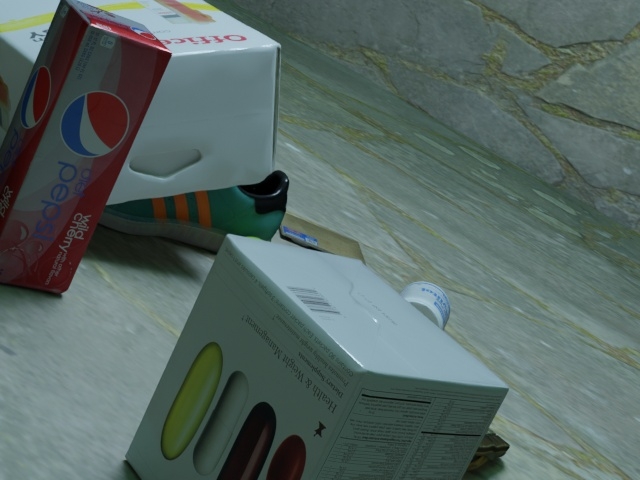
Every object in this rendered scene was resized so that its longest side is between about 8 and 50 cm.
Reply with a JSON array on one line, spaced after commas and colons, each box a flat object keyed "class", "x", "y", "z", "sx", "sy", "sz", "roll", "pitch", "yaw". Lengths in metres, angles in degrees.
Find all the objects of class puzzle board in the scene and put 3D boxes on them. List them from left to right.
[{"class": "puzzle board", "x": 0.000, "y": 0.000, "z": 1.781, "sx": 0.128, "sy": 0.011, "sz": 0.096, "roll": 22, "pitch": 17, "yaw": -13}]

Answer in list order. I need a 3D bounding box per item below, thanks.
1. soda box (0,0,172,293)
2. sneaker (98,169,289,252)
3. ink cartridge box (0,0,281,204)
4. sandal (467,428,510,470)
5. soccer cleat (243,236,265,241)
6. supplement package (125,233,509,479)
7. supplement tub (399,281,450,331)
[{"class": "soda box", "x": -0.239, "y": -0.085, "z": 1.188, "sx": 0.092, "sy": 0.263, "sz": 0.083, "roll": 14, "pitch": 19, "yaw": -36}, {"class": "sneaker", "x": -0.174, "y": -0.069, "z": 1.515, "sx": 0.302, "sy": 0.121, "sz": 0.108, "roll": 14, "pitch": 21, "yaw": -34}, {"class": "ink cartridge box", "x": -0.253, "y": -0.193, "z": 1.468, "sx": 0.279, "sy": 0.160, "sz": 0.385, "roll": -11, "pitch": 29, "yaw": -29}, {"class": "sandal", "x": 0.138, "y": 0.203, "z": 1.275, "sx": 0.072, "sy": 0.049, "sz": 0.180, "roll": 41, "pitch": 6, "yaw": 28}, {"class": "soccer cleat", "x": -0.030, "y": 0.049, "z": 1.497, "sx": 0.179, "sy": 0.060, "sz": 0.072, "roll": 22, "pitch": 24, "yaw": 9}, {"class": "supplement package", "x": -0.010, "y": 0.136, "z": 0.943, "sx": 0.149, "sy": 0.203, "sz": 0.194, "roll": 12, "pitch": 20, "yaw": -41}, {"class": "supplement tub", "x": 0.118, "y": 0.094, "z": 1.546, "sx": 0.071, "sy": 0.071, "sz": 0.107, "roll": 27, "pitch": 15, "yaw": 5}]
